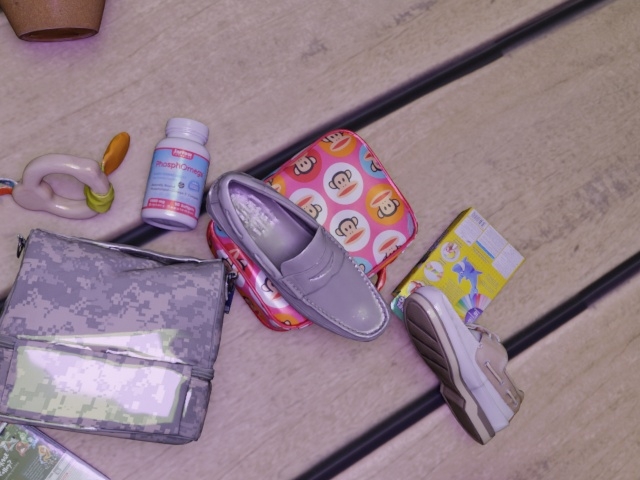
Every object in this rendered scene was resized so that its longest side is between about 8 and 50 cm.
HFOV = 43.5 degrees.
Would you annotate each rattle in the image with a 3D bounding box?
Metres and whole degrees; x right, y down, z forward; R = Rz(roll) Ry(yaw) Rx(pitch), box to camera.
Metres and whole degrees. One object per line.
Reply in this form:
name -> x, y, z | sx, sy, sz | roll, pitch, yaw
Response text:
rattle -> -0.401, -0.110, 1.190 | 0.200, 0.130, 0.142 | -4, 68, 13

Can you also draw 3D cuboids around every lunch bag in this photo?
lunch bag -> 0.000, 0.000, 1.230 | 0.293, 0.120, 0.258 | -35, 89, -16
lunch bag -> -0.280, 0.128, 1.095 | 0.305, 0.212, 0.255 | 11, 81, -10

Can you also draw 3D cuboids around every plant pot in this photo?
plant pot -> -0.406, -0.431, 1.184 | 0.237, 0.237, 0.254 | -8, 97, -14

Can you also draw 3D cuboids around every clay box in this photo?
clay box -> 0.215, 0.069, 1.301 | 0.127, 0.053, 0.222 | 44, 75, -4

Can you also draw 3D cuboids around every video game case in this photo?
video game case -> -0.422, 0.368, 1.120 | 0.173, 0.022, 0.190 | 36, 75, -5

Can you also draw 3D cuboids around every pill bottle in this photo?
pill bottle -> -0.216, -0.100, 1.217 | 0.087, 0.087, 0.160 | 11, 78, -10

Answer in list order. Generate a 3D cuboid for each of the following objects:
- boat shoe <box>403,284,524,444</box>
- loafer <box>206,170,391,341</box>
boat shoe -> 0.219, 0.172, 1.211 | 0.103, 0.113, 0.302 | -36, 123, -12
loafer -> -0.027, 0.027, 1.107 | 0.319, 0.111, 0.112 | 39, 78, -7
